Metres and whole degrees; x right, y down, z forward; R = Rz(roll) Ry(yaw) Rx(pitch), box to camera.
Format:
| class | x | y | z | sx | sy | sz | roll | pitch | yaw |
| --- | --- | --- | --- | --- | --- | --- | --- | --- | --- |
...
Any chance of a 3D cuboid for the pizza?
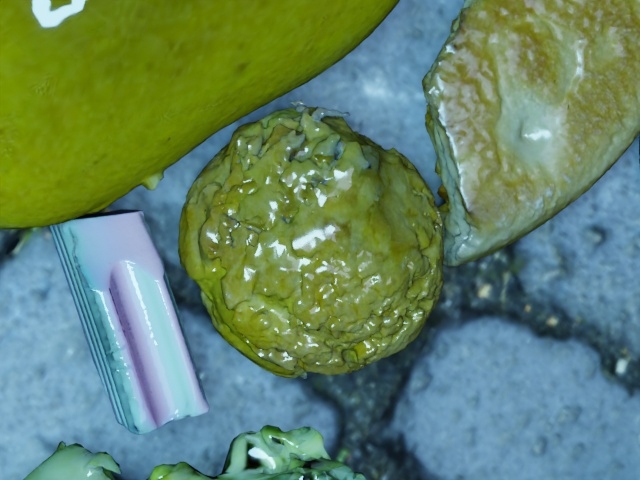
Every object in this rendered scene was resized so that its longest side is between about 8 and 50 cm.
| class | x | y | z | sx | sy | sz | roll | pitch | yaw |
| --- | --- | --- | --- | --- | --- | --- | --- | --- | --- |
| pizza | 0.166 | -0.147 | 1.196 | 0.182 | 0.074 | 0.365 | 27 | 84 | -16 |

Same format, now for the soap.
| class | x | y | z | sx | sy | sz | roll | pitch | yaw |
| --- | --- | --- | --- | --- | --- | --- | --- | --- | --- |
| soap | -0.127 | 0.046 | 1.102 | 0.056 | 0.100 | 0.149 | -19 | 94 | -17 |

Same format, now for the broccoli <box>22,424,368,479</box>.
| class | x | y | z | sx | sy | sz | roll | pitch | yaw |
| --- | --- | --- | --- | --- | --- | --- | --- | --- | --- |
| broccoli | -0.086 | 0.265 | 1.032 | 0.272 | 0.334 | 0.324 | 9 | 62 | 17 |

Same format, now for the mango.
| class | x | y | z | sx | sy | sz | roll | pitch | yaw |
| --- | --- | --- | --- | --- | --- | --- | --- | --- | --- |
| mango | -0.097 | -0.198 | 1.058 | 0.301 | 0.220 | 0.445 | 35 | 90 | -19 |

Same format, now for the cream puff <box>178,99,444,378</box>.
| class | x | y | z | sx | sy | sz | roll | pitch | yaw |
| --- | --- | --- | --- | --- | --- | --- | --- | --- | --- |
| cream puff | 0.000 | 0.000 | 1.124 | 0.189 | 0.129 | 0.189 | -1 | 92 | -19 |
